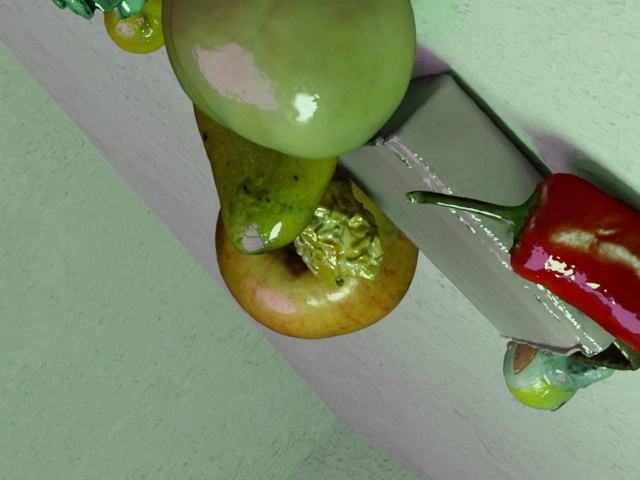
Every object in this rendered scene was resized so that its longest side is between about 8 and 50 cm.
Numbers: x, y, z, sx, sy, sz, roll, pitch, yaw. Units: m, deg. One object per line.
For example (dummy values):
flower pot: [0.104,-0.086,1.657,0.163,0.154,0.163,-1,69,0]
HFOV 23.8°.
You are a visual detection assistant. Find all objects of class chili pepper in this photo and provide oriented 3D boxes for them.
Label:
chili pepper: [0.270,0.000,1.607,0.338,0.131,0.134,37,-167,9]

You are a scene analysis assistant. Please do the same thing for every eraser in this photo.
eraser: [0.189,-0.030,1.809,0.359,0.122,0.272,46,170,-13]

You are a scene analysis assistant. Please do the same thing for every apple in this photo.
apple: [0.000,0.000,2.147,0.299,0.299,0.275,38,180,22]

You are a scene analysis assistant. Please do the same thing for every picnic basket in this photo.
picnic basket: [0.346,0.110,1.941,0.110,0.055,0.193,47,168,-15]

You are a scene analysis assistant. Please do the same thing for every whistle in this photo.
whistle: [0.328,0.169,2.101,0.123,0.123,0.223,45,155,-13]

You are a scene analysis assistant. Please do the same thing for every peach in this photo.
peach: [-0.037,-0.228,1.557,0.292,0.247,0.292,161,90,-81]

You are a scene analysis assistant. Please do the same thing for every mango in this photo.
mango: [-0.060,-0.147,1.776,0.175,0.329,0.176,11,140,-18]

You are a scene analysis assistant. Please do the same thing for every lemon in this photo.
lemon: [-0.268,-0.331,2.257,0.109,0.109,0.133,44,175,-6]

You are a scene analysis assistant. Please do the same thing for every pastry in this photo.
pastry: [0.003,-0.041,1.913,0.154,0.102,0.250,45,-168,-30]

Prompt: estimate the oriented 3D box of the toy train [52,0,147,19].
toy train: [-0.358,-0.433,2.066,0.238,0.167,0.299,38,168,50]
